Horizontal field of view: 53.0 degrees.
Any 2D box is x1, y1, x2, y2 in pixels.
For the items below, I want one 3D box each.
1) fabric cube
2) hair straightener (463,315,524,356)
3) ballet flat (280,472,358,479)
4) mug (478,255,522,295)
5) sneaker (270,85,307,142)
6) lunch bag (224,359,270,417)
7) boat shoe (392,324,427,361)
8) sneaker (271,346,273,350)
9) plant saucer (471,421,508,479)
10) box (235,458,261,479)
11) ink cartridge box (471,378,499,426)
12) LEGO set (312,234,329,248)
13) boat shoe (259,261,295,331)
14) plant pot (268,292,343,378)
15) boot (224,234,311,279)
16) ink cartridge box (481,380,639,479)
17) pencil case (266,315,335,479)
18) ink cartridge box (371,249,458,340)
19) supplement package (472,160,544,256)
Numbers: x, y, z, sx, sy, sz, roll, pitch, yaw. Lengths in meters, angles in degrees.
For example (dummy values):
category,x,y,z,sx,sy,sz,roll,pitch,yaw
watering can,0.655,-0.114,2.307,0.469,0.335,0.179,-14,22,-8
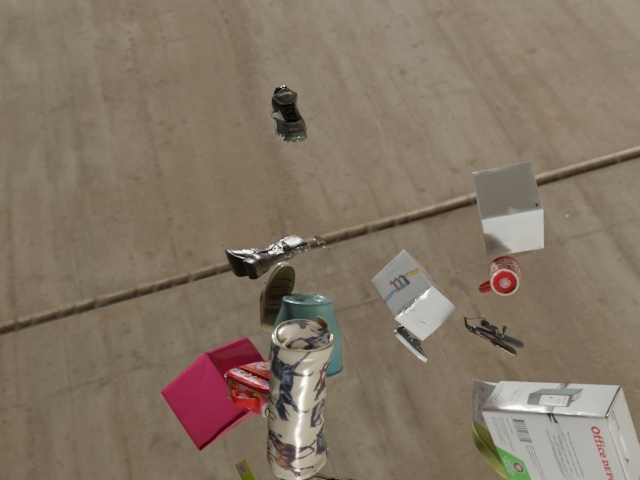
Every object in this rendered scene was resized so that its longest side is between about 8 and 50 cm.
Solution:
category,x,y,z,sx,sy,sz,roll,pitch,yaw
fabric cube,-0.338,0.525,2.243,0.254,0.259,0.258,54,21,12
hair straightener,0.579,0.300,2.134,0.089,0.231,0.047,-57,-174,29
ballet flat,0.025,0.730,1.851,0.349,0.123,0.123,22,32,-38
mug,0.609,0.138,2.152,0.150,0.113,0.169,-62,170,15
sneaker,-0.087,-0.329,1.639,0.234,0.078,0.106,-114,-162,-55
lunch bag,-0.158,0.461,1.985,0.293,0.258,0.120,6,-82,50
boat shoe,0.284,0.317,1.979,0.142,0.040,0.049,43,0,-10
sneaker,-0.106,0.333,2.129,0.051,0.089,0.170,45,-27,4
plant saucer,0.599,0.738,2.227,0.241,0.037,0.241,44,10,-10
box,-0.220,0.797,2.109,0.109,0.042,0.178,54,-12,35
ink cartridge box,0.721,0.683,2.665,0.232,0.066,0.188,178,-85,-70
LEGO set,0.002,0.001,2.213,0.083,0.054,0.023,33,-73,30
boat shoe,-0.179,0.198,2.433,0.103,0.113,0.302,58,-44,50
plant pot,-0.049,0.326,2.273,0.271,0.272,0.255,-144,-124,-78
boot,-0.181,0.043,2.188,0.263,0.229,0.091,19,-49,51
ink cartridge box,0.541,0.437,1.439,0.289,0.121,0.211,-9,-70,44
pencil case,-0.051,0.409,1.685,0.160,0.184,0.410,14,-69,30
ink cartridge box,0.239,0.139,1.650,0.128,0.127,0.176,39,13,-33
supplement package,0.646,-0.102,2.205,0.262,0.199,0.198,59,25,-56
